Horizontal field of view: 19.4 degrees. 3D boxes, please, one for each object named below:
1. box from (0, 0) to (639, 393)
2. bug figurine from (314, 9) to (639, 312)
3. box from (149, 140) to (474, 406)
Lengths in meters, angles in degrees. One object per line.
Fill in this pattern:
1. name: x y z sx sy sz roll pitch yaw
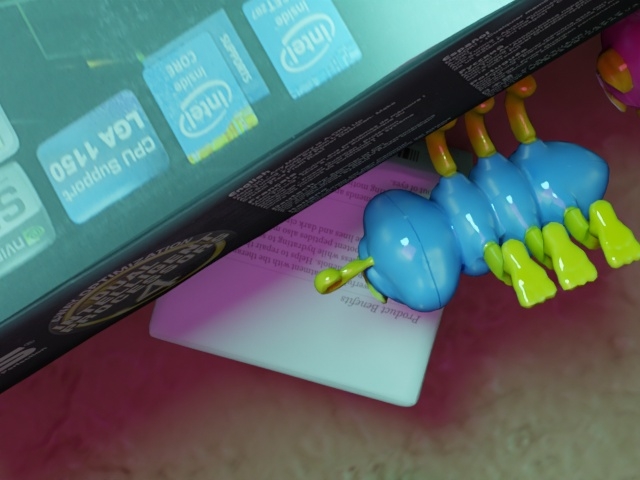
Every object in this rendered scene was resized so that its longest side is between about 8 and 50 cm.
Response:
1. box: -0.070 -0.156 0.581 0.395 0.097 0.318 -30 79 12
2. bug figurine: 0.061 -0.104 0.651 0.216 0.072 0.279 -20 69 -11
3. box: 0.000 0.000 0.701 0.101 0.102 0.087 15 99 2
